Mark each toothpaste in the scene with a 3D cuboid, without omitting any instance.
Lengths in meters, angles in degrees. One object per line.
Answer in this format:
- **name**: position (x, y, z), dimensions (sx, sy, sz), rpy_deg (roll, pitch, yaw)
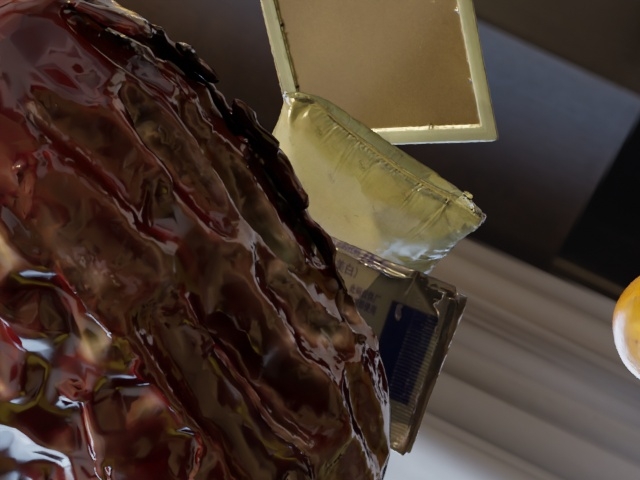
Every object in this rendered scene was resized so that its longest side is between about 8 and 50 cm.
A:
- **toothpaste**: position (-0.047, 0.030, 0.831), dimensions (0.068, 0.282, 0.099), rpy_deg (-44, -32, -44)

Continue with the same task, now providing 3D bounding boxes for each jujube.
- **jujube**: position (-0.113, 0.046, 0.651), dimensions (0.377, 0.258, 0.258), rpy_deg (63, -145, -28)

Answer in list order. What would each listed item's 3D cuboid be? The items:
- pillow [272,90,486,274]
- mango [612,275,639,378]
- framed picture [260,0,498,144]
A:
- **pillow**: position (0.000, 0.000, 1.082), dimensions (0.075, 0.185, 0.302), rpy_deg (-60, 5, -38)
- **mango**: position (0.287, 0.055, 0.888), dimensions (0.219, 0.145, 0.112), rpy_deg (137, 119, -83)
- **framed picture**: position (0.040, -0.210, 1.130), dimensions (0.017, 0.217, 0.274), rpy_deg (-43, -51, -50)
